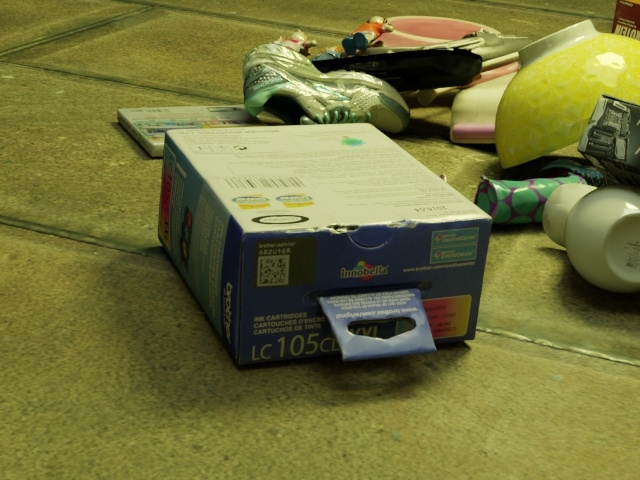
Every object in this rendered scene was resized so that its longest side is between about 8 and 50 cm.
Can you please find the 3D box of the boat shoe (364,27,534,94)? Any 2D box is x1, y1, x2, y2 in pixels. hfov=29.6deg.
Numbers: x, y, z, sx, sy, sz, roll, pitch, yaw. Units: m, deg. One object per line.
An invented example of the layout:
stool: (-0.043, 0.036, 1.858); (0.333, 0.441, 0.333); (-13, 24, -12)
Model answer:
boat shoe: (0.235, -0.336, 2.167); (0.335, 0.095, 0.112); (-18, 0, -19)

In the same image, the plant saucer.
plant saucer: (0.234, -0.385, 2.426); (0.332, 0.084, 0.332); (4, 21, -2)

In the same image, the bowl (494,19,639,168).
bowl: (0.373, -0.231, 1.783); (0.289, 0.156, 0.289); (-23, 1, 0)

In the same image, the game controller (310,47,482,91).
game controller: (0.101, -0.284, 2.000); (0.319, 0.067, 0.166); (-3, -8, 24)

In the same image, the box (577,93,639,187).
box: (0.476, -0.055, 1.446); (0.242, 0.076, 0.307); (22, -5, 38)

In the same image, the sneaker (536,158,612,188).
sneaker: (0.373, -0.075, 1.690); (0.162, 0.063, 0.073); (10, 13, 37)

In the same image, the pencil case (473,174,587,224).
pencil case: (0.280, -0.055, 1.617); (0.152, 0.064, 0.070); (-3, 28, -20)

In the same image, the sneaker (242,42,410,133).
sneaker: (0.005, -0.205, 1.927); (0.283, 0.110, 0.122); (15, 56, -11)

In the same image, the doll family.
doll family: (0.026, -0.338, 2.258); (0.263, 0.118, 0.163); (-5, 22, 26)

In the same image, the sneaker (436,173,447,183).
sneaker: (0.131, -0.067, 1.609); (0.042, 0.067, 0.118); (-7, 24, -29)

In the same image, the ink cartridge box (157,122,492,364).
ink cartridge box: (0.000, 0.000, 1.296); (0.270, 0.151, 0.395); (-4, 21, -20)

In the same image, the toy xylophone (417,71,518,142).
toy xylophone: (0.316, -0.233, 2.049); (0.236, 0.081, 0.323); (7, 19, 44)

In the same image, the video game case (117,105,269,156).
video game case: (-0.185, -0.170, 1.866); (0.212, 0.023, 0.193); (-4, 23, -24)

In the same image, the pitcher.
pitcher: (0.372, -0.004, 1.446); (0.178, 0.125, 0.207); (11, 9, -5)

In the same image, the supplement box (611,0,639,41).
supplement box: (0.679, -0.388, 2.376); (0.191, 0.194, 0.129); (-9, 25, -32)
